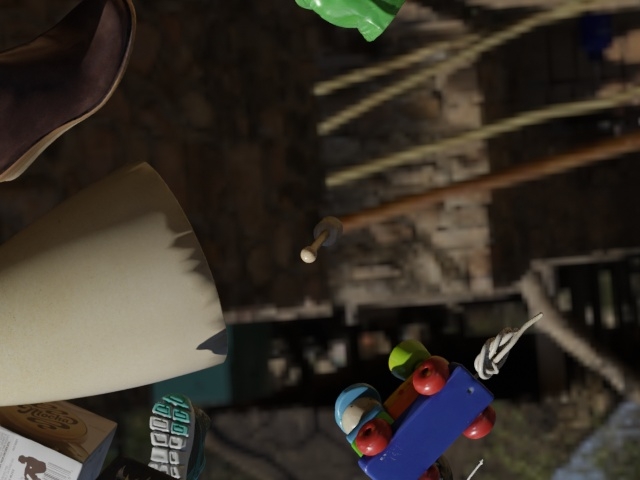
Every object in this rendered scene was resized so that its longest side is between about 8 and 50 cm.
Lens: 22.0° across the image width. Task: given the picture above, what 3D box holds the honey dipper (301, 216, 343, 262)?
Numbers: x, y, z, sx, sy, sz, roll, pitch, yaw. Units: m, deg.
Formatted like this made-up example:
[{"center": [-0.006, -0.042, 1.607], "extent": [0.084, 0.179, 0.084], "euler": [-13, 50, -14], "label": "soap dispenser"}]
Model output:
[{"center": [0.000, 0.000, 1.864], "extent": [0.030, 0.030, 0.161], "euler": [-4, -171, 9], "label": "honey dipper"}]

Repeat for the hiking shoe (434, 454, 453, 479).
[{"center": [0.132, 0.388, 1.926], "extent": [0.113, 0.304, 0.132], "euler": [-17, 150, 24], "label": "hiking shoe"}]

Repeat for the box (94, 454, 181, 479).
[{"center": [-0.085, 0.298, 1.452], "extent": [0.232, 0.183, 0.059], "euler": [17, -129, 39], "label": "box"}]

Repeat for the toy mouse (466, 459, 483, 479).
[{"center": [0.161, 0.395, 2.433], "extent": [0.143, 0.161, 0.031], "euler": [7, -166, 2], "label": "toy mouse"}]

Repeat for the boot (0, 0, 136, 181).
[{"center": [-0.296, -0.162, 1.626], "extent": [0.090, 0.248, 0.207], "euler": [39, -175, 17], "label": "boot"}]

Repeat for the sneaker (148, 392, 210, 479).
[{"center": [-0.154, 0.253, 1.787], "extent": [0.065, 0.166, 0.076], "euler": [10, 170, 30], "label": "sneaker"}]

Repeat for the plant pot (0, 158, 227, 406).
[{"center": [-0.283, 0.077, 1.853], "extent": [0.274, 0.256, 0.256], "euler": [-24, -174, -19], "label": "plant pot"}]

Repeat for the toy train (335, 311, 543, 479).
[{"center": [0.125, 0.146, 1.771], "extent": [0.105, 0.248, 0.143], "euler": [44, 179, -30], "label": "toy train"}]

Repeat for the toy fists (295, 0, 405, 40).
[{"center": [0.062, -0.363, 1.901], "extent": [0.142, 0.279, 0.096], "euler": [38, 157, -12], "label": "toy fists"}]

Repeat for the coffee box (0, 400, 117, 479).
[{"center": [-0.442, 0.257, 2.178], "extent": [0.297, 0.119, 0.168], "euler": [23, -166, 4], "label": "coffee box"}]
